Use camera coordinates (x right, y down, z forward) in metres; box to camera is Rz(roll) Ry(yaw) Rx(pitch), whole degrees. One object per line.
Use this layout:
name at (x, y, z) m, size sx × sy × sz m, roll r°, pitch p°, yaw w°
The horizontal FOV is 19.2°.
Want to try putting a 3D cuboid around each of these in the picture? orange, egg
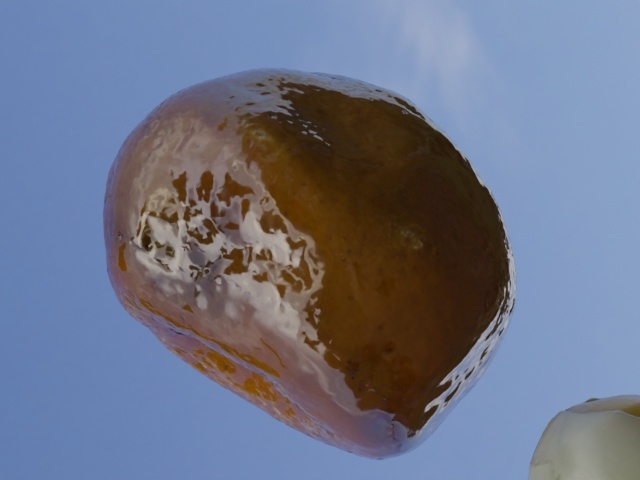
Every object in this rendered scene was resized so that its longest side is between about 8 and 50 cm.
orange at (0.000, 0.000, 1.073) m, size 0.249 × 0.249 × 0.183 m, roll 43°, pitch -107°, yaw -35°
egg at (0.106, 0.085, 0.590) m, size 0.071 × 0.083 × 0.071 m, roll -24°, pitch -58°, yaw -45°
